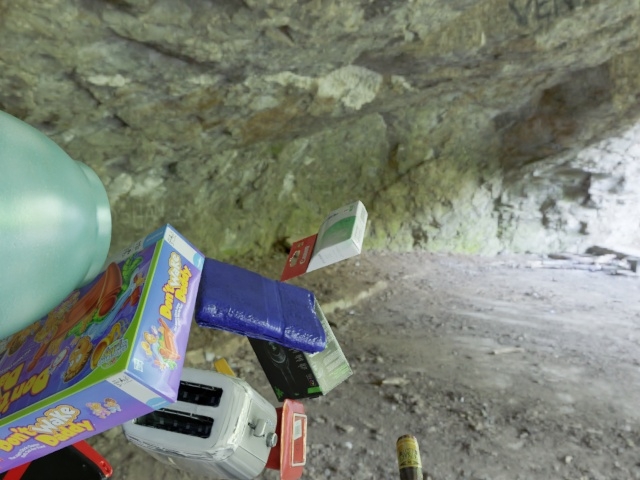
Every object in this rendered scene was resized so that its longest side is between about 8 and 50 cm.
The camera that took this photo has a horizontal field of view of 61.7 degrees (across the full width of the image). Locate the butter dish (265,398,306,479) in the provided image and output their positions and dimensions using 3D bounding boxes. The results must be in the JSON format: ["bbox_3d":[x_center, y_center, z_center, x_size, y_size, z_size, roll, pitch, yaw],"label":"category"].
[{"bbox_3d":[-0.099,0.421,1.138,0.118,0.160,0.160,-3,-21,14],"label":"butter dish"}]

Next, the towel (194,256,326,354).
[{"bbox_3d":[-0.146,0.156,1.248,0.308,0.076,0.228,21,21,-20],"label":"towel"}]

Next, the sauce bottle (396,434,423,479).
[{"bbox_3d":[0.157,0.397,0.933,0.042,0.042,0.128,-1,23,1],"label":"sauce bottle"}]

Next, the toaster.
[{"bbox_3d":[-0.179,0.255,0.768,0.226,0.129,0.146,7,-32,14],"label":"toaster"}]

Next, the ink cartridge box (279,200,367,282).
[{"bbox_3d":[0.000,0.000,1.313,0.224,0.056,0.181,-19,28,22],"label":"ink cartridge box"}]

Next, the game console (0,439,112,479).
[{"bbox_3d":[-0.632,0.509,1.054,0.342,0.387,0.060,33,-1,10],"label":"game console"}]

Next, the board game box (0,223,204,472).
[{"bbox_3d":[-0.325,0.148,0.711,0.347,0.078,0.233,-26,38,20],"label":"board game box"}]

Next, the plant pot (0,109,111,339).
[{"bbox_3d":[-0.381,-0.018,0.635,0.293,0.293,0.196,3,2,34],"label":"plant pot"}]

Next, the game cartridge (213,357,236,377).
[{"bbox_3d":[-0.252,0.562,1.799,0.052,0.285,0.324,-31,-25,-13],"label":"game cartridge"}]

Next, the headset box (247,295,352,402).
[{"bbox_3d":[-0.070,0.331,1.588,0.131,0.283,0.246,-26,-1,-41],"label":"headset box"}]
